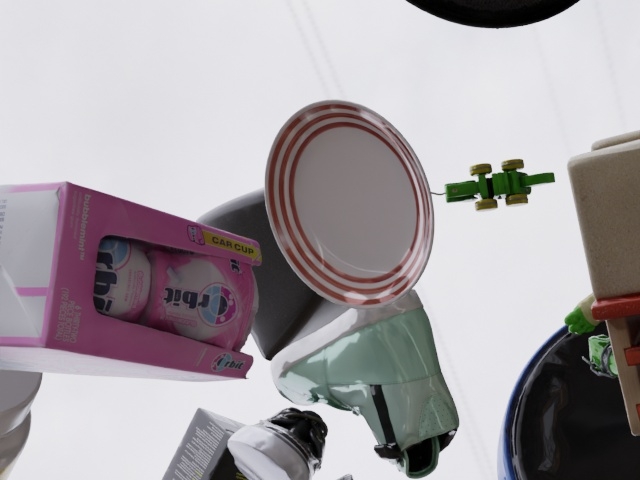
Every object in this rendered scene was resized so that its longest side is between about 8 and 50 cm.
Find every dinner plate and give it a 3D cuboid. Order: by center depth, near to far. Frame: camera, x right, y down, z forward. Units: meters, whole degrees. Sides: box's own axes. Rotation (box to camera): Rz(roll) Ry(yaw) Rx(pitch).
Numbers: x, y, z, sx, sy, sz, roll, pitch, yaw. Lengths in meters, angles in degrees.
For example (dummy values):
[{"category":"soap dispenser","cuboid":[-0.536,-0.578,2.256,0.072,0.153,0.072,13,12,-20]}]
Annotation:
[{"category":"dinner plate","cuboid":[0.020,-0.024,1.026,0.017,0.141,0.141,-21,-53,-46]}]

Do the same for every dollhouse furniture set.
[{"category":"dollhouse furniture set","cuboid":[0.256,-0.007,0.712,0.262,0.259,0.135,-27,-77,-68]}]

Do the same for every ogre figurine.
[{"category":"ogre figurine","cuboid":[0.291,0.052,1.404,0.096,0.118,0.197,4,-66,-37]}]

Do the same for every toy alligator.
[{"category":"toy alligator","cuboid":[0.195,-0.062,1.928,0.051,0.189,0.056,32,-130,-77]}]

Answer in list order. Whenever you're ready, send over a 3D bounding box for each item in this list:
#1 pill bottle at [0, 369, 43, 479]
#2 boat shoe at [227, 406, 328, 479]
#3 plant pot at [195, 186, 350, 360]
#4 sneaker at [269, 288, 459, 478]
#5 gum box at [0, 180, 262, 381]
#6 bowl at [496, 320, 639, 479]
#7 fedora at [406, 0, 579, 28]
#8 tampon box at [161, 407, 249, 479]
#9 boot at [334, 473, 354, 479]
[{"category":"pill bottle","cuboid":[-0.280,0.147,1.135,0.119,0.119,0.208,-16,-30,-43]},{"category":"boat shoe","cuboid":[-0.027,0.181,1.372,0.076,0.080,0.228,-49,-9,-13]},{"category":"plant pot","cuboid":[0.000,0.000,1.759,0.188,0.187,0.167,-24,-7,-26]},{"category":"sneaker","cuboid":[0.036,0.150,1.389,0.094,0.151,0.256,-14,-12,-25]},{"category":"gum box","cuboid":[-0.124,0.020,0.640,0.107,0.188,0.062,16,-104,-49]},{"category":"bowl","cuboid":[0.386,0.228,1.735,0.391,0.391,0.077,-49,-32,-16]},{"category":"fedora","cuboid":[0.195,-0.377,1.764,0.334,0.152,0.334,0,-69,0]},{"category":"tampon box","cuboid":[-0.130,0.324,2.058,0.120,0.101,0.161,26,-87,-36]},{"category":"boot","cuboid":[0.040,0.263,1.125,0.083,0.246,0.161,-33,-85,-9]}]
